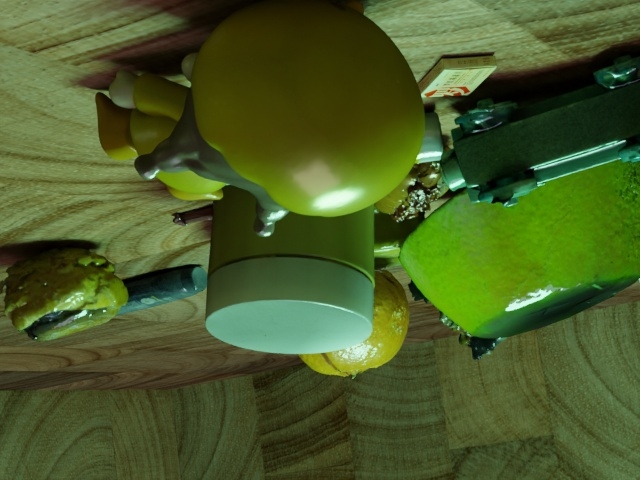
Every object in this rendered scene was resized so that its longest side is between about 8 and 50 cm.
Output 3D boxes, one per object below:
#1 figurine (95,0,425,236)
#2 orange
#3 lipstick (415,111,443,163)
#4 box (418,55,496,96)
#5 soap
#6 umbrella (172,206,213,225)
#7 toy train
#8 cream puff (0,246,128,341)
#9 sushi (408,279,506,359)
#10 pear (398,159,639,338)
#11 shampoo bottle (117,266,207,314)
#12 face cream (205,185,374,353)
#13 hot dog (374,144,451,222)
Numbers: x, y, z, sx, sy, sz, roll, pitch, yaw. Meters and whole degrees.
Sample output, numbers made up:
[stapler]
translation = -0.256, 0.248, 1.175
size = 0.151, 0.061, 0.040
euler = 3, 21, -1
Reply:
[figurine]
translation = -0.059, -0.103, 1.213
size = 0.215, 0.187, 0.343
euler = 15, 165, -34
[orange]
translation = 0.041, 0.124, 2.029
size = 0.193, 0.161, 0.193
euler = -10, 167, -2
[lipstick]
translation = 0.005, -0.104, 1.536
size = 0.263, 0.059, 0.059
euler = -6, 169, -3
[box]
translation = 0.140, -0.169, 1.402
size = 0.058, 0.015, 0.093
euler = -4, 169, -13
[soap]
translation = 0.000, 0.000, 2.010
size = 0.314, 0.091, 0.199
euler = -7, 169, 0
[umbrella]
translation = -0.135, -0.040, 1.875
size = 0.165, 0.025, 0.027
euler = -11, -174, 27
[toy train]
translation = 0.284, -0.122, 1.506
size = 0.298, 0.120, 0.194
euler = -16, 179, 20
[cream puff]
translation = -0.388, 0.075, 2.019
size = 0.189, 0.129, 0.189
euler = -19, 169, -4
[sushi]
translation = 0.281, 0.074, 2.382
size = 0.225, 0.218, 0.238
euler = -43, 164, -40
[pear]
translation = 0.315, 0.017, 1.860
size = 0.398, 0.165, 0.399
euler = -18, 162, -6
[shampoo bottle]
translation = -0.296, 0.090, 2.377
size = 0.233, 0.049, 0.087
euler = -16, 165, 36
[face cream]
translation = -0.038, 0.031, 1.766
size = 0.218, 0.179, 0.218
euler = 2, 158, 1
[hot dog]
translation = 0.115, -0.070, 1.751
size = 0.102, 0.076, 0.249
euler = -2, 170, -8
